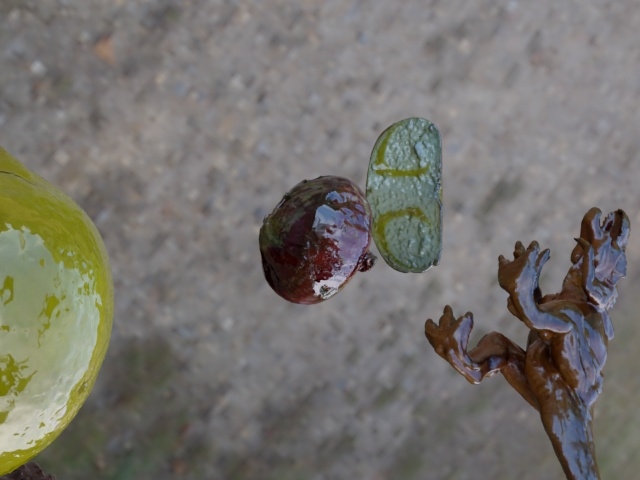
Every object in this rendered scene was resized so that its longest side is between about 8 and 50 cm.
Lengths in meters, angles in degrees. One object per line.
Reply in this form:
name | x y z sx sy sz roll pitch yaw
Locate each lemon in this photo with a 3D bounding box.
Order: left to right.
lemon | -0.364 0.074 1.904 0.348 0.348 0.348 -35 147 -27

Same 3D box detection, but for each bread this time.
bread | 0.094 -0.055 2.033 0.094 0.083 0.157 -56 145 -62

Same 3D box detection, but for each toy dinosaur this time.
toy dinosaur | 0.192 0.118 1.708 0.208 0.097 0.432 38 50 -30

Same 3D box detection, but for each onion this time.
onion | 0.000 0.000 1.543 0.107 0.097 0.107 -55 -164 23

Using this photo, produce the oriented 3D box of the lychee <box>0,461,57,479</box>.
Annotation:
lychee | -0.374 0.376 2.231 0.264 0.264 0.300 -46 166 -10
